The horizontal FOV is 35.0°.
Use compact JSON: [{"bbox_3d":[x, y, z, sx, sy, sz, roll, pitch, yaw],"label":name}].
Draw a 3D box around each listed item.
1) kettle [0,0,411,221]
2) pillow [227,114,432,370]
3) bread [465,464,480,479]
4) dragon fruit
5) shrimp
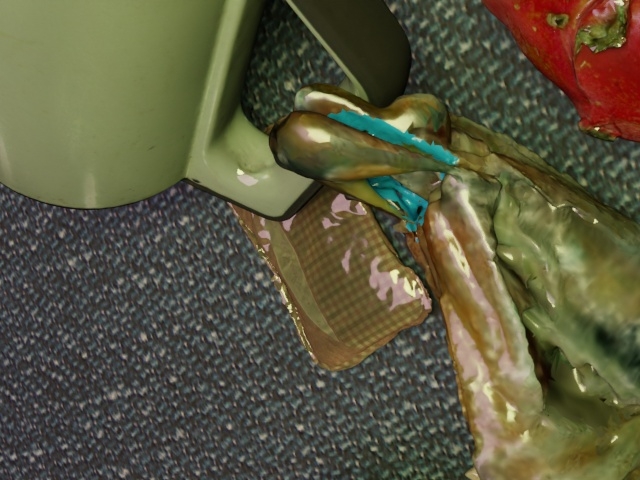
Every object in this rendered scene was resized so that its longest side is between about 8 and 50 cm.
[{"bbox_3d":[-0.107,-0.177,0.681,0.361,0.250,0.377,24,150,0],"label":"kettle"},{"bbox_3d":[-0.002,0.001,0.862,0.135,0.034,0.211,-37,80,35],"label":"pillow"},{"bbox_3d":[0.170,0.106,0.711,0.077,0.152,0.105,16,116,28],"label":"bread"},{"bbox_3d":[0.217,-0.184,0.596,0.200,0.198,0.269,29,95,23],"label":"dragon fruit"},{"bbox_3d":[0.145,0.065,0.636,0.445,0.221,0.110,41,161,-8],"label":"shrimp"}]
